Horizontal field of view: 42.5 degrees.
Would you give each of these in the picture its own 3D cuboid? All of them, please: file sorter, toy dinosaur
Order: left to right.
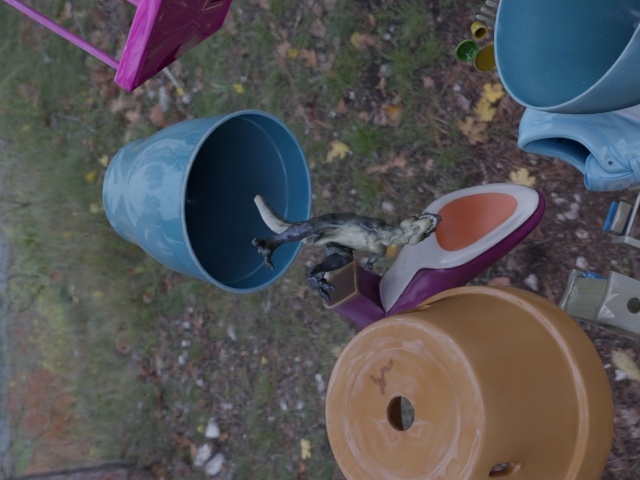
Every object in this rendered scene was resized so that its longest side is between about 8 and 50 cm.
[{"bbox_3d":[-0.158,-0.330,0.745,0.182,0.202,0.291,31,126,1],"label":"file sorter"},{"bbox_3d":[0.000,0.000,0.889,0.268,0.118,0.064,9,127,37],"label":"toy dinosaur"}]

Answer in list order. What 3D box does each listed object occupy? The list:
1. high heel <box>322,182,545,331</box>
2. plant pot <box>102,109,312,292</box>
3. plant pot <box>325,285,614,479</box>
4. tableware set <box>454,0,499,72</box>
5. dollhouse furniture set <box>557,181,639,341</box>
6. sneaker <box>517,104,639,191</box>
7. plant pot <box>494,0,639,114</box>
[{"bbox_3d":[0.189,0.043,1.174,0.377,0.181,0.127,-27,46,40],"label":"high heel"},{"bbox_3d":[-0.195,-0.067,1.300,0.255,0.271,0.272,7,88,40],"label":"plant pot"},{"bbox_3d":[0.143,0.189,0.908,0.291,0.203,0.291,-7,80,40],"label":"plant pot"},{"bbox_3d":[0.276,-0.283,1.211,0.104,0.154,0.024,-56,35,31],"label":"tableware set"},{"bbox_3d":[0.426,0.035,1.093,0.129,0.129,0.184,174,116,-83],"label":"dollhouse furniture set"},{"bbox_3d":[0.466,-0.118,1.222,0.366,0.135,0.150,25,79,26],"label":"sneaker"},{"bbox_3d":[0.392,-0.291,1.060,0.290,0.195,0.290,-35,51,58],"label":"plant pot"}]
